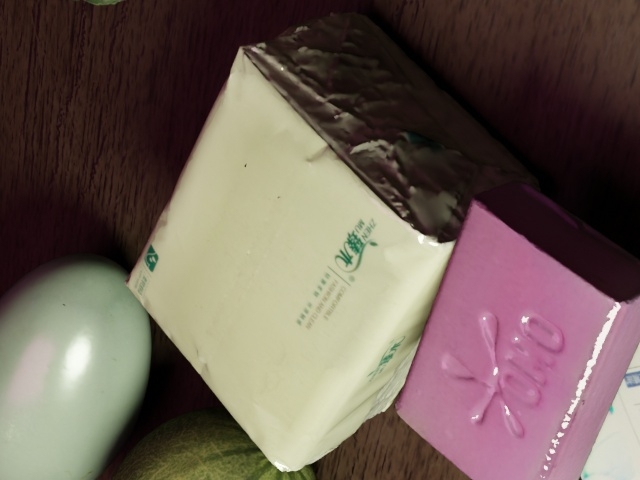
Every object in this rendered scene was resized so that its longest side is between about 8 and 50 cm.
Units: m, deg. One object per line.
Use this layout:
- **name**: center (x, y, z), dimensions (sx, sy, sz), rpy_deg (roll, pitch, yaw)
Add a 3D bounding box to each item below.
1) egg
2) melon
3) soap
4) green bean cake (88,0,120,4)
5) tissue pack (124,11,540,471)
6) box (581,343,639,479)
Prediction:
- **egg**: center (-0.329, 0.172, 2.077), dimensions (0.230, 0.230, 0.371), rpy_deg (42, 127, 20)
- **melon**: center (-0.129, 0.320, 1.957), dimensions (0.237, 0.237, 0.302), rpy_deg (53, 130, 10)
- **soap**: center (0.184, 0.098, 1.516), dimensions (0.181, 0.081, 0.259), rpy_deg (39, 128, 28)
- **green bean cake**: center (-0.250, -0.383, 1.826), dimensions (0.222, 0.125, 0.227), rpy_deg (51, 140, 13)
- **tissue pack**: center (0.000, 0.000, 1.708), dimensions (0.297, 0.207, 0.380), rpy_deg (45, 133, 18)
- **box**: center (0.343, 0.121, 1.514), dimensions (0.274, 0.116, 0.203), rpy_deg (-18, 96, 46)
